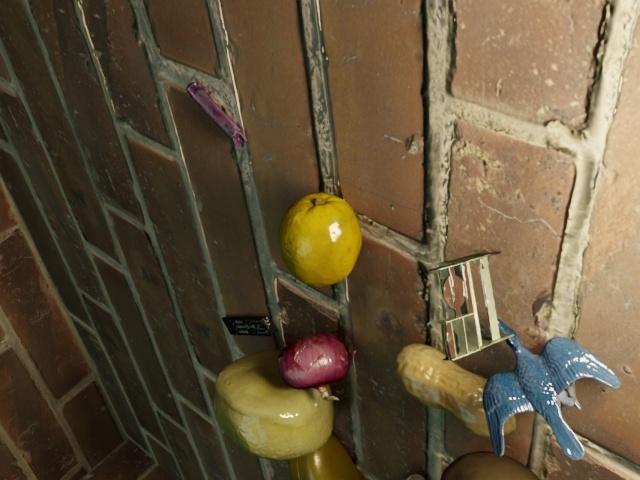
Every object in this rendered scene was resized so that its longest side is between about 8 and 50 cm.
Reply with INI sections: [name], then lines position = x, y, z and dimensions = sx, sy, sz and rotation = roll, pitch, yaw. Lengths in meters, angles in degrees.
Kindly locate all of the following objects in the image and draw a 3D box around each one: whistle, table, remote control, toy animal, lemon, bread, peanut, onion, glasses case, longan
[whistle]
position = -0.215, -0.262, 1.586
dimensions = 0.176, 0.033, 0.033
rotation = 47, 149, 4
[table]
position = 0.235, 0.104, 1.233
dimensions = 0.062, 0.175, 0.146
rotation = -6, 93, 51
[remote control]
position = -0.205, 0.238, 2.123
dimensions = 0.245, 0.025, 0.063
rotation = -7, 117, 55
[toy animal]
position = 0.367, 0.251, 1.295
dimensions = 0.176, 0.239, 0.255
rotation = 36, -157, -31
[lemon]
position = 0.000, 0.000, 1.475
dimensions = 0.170, 0.170, 0.207
rotation = 31, 146, 27
[bread]
position = -0.117, 0.433, 1.963
dimensions = 0.321, 0.321, 0.237
rotation = 13, 117, 45
[peanut]
position = 0.267, 0.308, 1.522
dimensions = 0.275, 0.111, 0.125
rotation = 32, 149, 27
[onion]
position = -0.014, 0.293, 1.802
dimensions = 0.177, 0.177, 0.153
rotation = 11, 107, 46
[glasses case]
position = 0.043, 0.726, 2.198
dimensions = 0.141, 0.173, 0.371
rotation = -8, 118, 50
[longan]
position = 0.353, 0.555, 1.560
dimensions = 0.246, 0.246, 0.214
rotation = 2, 95, 51

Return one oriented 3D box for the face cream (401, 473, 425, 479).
[face cream]
position = 0.227, 0.693, 2.020
dimensions = 0.082, 0.082, 0.269
rotation = 39, 147, 17
